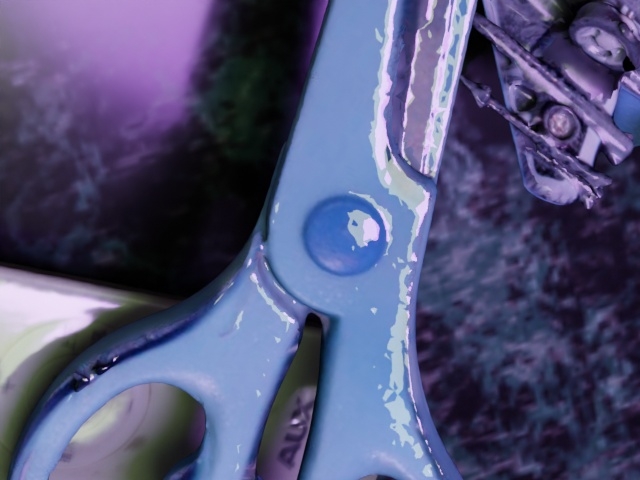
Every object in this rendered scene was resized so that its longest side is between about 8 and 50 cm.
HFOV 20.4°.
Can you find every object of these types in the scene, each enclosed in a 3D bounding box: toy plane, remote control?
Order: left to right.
[{"bbox_3d":[-0.117,0.048,0.675,0.309,0.038,0.090,13,106,-20],"label":"remote control"},{"bbox_3d":[0.081,-0.118,0.646,0.246,0.078,0.169,42,68,-22],"label":"toy plane"}]

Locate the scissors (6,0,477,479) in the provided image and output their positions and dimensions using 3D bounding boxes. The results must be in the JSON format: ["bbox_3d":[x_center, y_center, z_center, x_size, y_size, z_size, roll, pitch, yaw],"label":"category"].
[{"bbox_3d":[0.000,0.000,0.630,0.180,0.032,0.393,13,107,-4],"label":"scissors"}]
